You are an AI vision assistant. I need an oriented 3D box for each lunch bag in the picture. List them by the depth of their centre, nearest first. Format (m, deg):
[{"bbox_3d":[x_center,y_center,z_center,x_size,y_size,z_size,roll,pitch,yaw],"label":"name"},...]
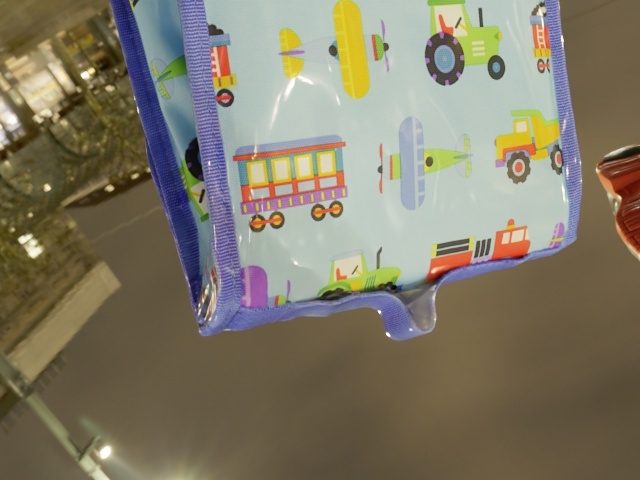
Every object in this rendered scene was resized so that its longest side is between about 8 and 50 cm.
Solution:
[{"bbox_3d":[0.022,-0.094,0.392,0.221,0.293,0.138,-10,174,-28],"label":"lunch bag"}]

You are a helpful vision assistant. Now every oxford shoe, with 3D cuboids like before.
[{"bbox_3d":[0.356,-0.013,0.763,0.097,0.098,0.271,-18,-158,20],"label":"oxford shoe"}]
